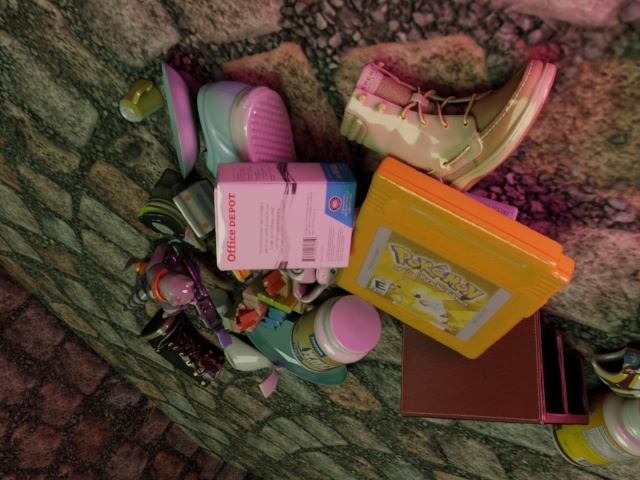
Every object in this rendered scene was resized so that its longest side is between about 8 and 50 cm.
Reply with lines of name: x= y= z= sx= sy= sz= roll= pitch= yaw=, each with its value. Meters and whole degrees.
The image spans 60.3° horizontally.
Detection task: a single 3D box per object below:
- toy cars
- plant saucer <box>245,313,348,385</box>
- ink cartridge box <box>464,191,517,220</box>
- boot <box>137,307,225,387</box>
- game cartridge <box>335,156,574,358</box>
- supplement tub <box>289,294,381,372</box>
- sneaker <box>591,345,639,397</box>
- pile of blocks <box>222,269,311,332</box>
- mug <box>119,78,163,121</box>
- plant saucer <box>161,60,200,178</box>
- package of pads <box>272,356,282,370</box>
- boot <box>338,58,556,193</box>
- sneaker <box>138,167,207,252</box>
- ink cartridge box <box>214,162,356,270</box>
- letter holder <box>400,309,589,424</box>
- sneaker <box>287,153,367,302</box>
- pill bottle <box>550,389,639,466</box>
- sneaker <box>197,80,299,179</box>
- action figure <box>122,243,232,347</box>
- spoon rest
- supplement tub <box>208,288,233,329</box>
toy cars: x=-0.184 y=-0.029 z=1.073 sx=0.177 sy=0.087 sz=0.394 roll=56 pitch=176 yaw=26
plant saucer: x=-0.062 y=0.283 z=1.487 sx=0.317 sy=0.044 sz=0.318 roll=21 pitch=145 yaw=16
ink cartridge box: x=0.201 y=0.010 z=0.902 sx=0.188 sy=0.066 sz=0.233 roll=20 pitch=141 yaw=18
boot: x=-0.444 y=0.351 z=1.805 sx=0.284 sy=0.138 sz=0.377 roll=40 pitch=150 yaw=-10
game cartridge: x=0.175 y=0.047 z=0.833 sx=0.285 sy=0.053 sz=0.324 roll=28 pitch=151 yaw=8
supplement tub: x=0.031 y=0.205 z=1.213 sx=0.144 sy=0.144 sz=0.199 roll=38 pitch=147 yaw=-8
sneaker: x=0.527 y=0.206 z=0.871 sx=0.084 sy=0.070 sz=0.185 roll=40 pitch=145 yaw=-19
pile of blocks: x=-0.122 y=0.155 z=1.260 sx=0.149 sy=0.113 sz=0.362 roll=39 pitch=140 yaw=1
mug: x=-0.329 y=-0.252 z=0.990 sx=0.062 sy=0.064 sz=0.078 roll=22 pitch=145 yaw=18
plant saucer: x=-0.230 y=-0.202 z=0.924 sx=0.195 sy=0.037 sz=0.195 roll=168 pitch=90 yaw=-76
package of pads: x=-0.130 y=0.365 z=1.660 sx=0.050 sy=0.032 sz=0.083 roll=37 pitch=147 yaw=-11
boot: x=0.140 y=-0.165 z=0.687 sx=0.203 sy=0.095 sz=0.262 roll=34 pitch=154 yaw=-1
sneaker: x=-0.295 y=-0.054 z=1.190 sx=0.110 sy=0.122 sz=0.300 roll=15 pitch=165 yaw=1
ink cartridge box: x=-0.056 y=-0.038 z=0.838 sx=0.202 sy=0.086 sz=0.148 roll=0 pitch=121 yaw=-9
letter holder: x=0.310 y=0.226 z=1.031 sx=0.151 sy=0.215 sz=0.301 roll=15 pitch=159 yaw=-37
sneaker: x=0.000 y=0.000 z=0.976 sx=0.122 sy=0.146 sz=0.331 roll=23 pitch=145 yaw=17
pill bottle: x=0.527 y=0.335 z=0.994 sx=0.117 sy=0.117 sz=0.215 roll=32 pitch=147 yaw=1
sneaker: x=-0.123 y=-0.116 z=0.956 sx=0.150 sy=0.135 sz=0.366 roll=25 pitch=140 yaw=27
action figure: x=-0.379 y=0.153 z=1.398 sx=0.342 sy=0.178 sz=0.330 roll=62 pitch=151 yaw=-5
spoon rest: x=-0.210 y=0.368 z=1.664 sx=0.276 sy=0.084 sz=0.137 roll=28 pitch=143 yaw=49
supplement tub: x=-0.275 y=0.190 z=1.517 sx=0.070 sy=0.071 sz=0.107 roll=17 pitch=145 yaw=23
